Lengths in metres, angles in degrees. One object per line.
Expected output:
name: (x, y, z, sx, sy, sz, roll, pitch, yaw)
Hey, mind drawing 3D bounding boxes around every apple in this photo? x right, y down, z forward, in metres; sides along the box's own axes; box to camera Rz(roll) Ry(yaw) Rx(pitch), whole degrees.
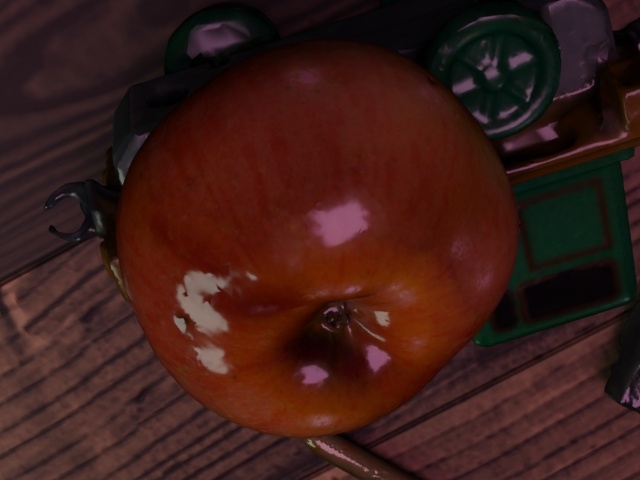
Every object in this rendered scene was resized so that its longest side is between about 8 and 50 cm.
apple: (0.000, 0.000, 0.655, 0.209, 0.164, 0.209, -5, 123, -8)

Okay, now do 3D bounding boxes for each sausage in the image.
sausage: (0.043, 0.177, 0.978, 0.132, 0.024, 0.024, 31, 103, -15)

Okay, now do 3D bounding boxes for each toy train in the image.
toy train: (0.042, -0.040, 0.836, 0.429, 0.178, 0.249, -18, 120, 1)

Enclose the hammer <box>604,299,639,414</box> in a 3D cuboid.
hammer: (0.309, 0.129, 0.809, 0.043, 0.365, 0.111, 18, 103, -28)
